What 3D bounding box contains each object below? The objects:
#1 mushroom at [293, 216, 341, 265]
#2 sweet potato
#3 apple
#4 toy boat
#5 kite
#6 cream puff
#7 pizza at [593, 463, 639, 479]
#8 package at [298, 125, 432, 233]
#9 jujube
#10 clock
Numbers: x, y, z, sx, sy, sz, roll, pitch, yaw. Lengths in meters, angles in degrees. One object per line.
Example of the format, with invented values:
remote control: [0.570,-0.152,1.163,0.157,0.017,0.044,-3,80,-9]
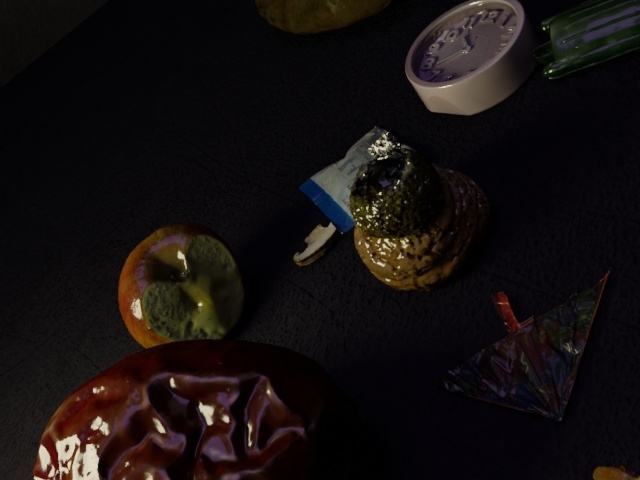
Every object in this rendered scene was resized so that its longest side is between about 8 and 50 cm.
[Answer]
mushroom: [0.000,0.000,1.095,0.101,0.019,0.049,-46,40,-10]
sweet potato: [0.006,-0.484,1.459,0.423,0.130,0.130,2,57,49]
apple: [-0.212,0.073,1.089,0.160,0.173,0.195,11,59,44]
toy boat: [0.393,-0.291,0.996,0.210,0.052,0.104,-16,61,29]
kite: [0.229,0.118,0.794,0.232,0.009,0.189,-32,39,13]
cream puff: [0.106,-0.049,0.927,0.183,0.169,0.183,-25,42,24]
pizza: [0.321,0.218,0.576,0.194,0.069,0.154,-33,39,2]
package: [0.062,-0.100,1.125,0.173,0.027,0.171,-40,40,-2]
jujube: [-0.139,0.249,0.808,0.377,0.276,0.276,-6,50,22]
clock: [0.231,-0.284,1.117,0.197,0.068,0.196,-24,42,23]
